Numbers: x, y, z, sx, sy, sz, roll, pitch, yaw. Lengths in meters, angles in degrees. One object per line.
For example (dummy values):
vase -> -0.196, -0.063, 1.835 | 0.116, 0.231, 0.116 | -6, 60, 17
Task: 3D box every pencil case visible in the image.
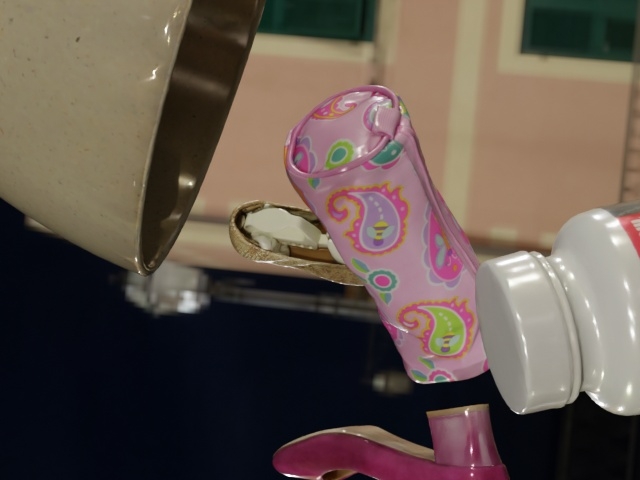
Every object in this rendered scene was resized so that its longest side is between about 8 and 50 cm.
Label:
pencil case -> 0.076, 0.002, 1.356 | 0.284, 0.124, 0.124 | 58, -149, -34

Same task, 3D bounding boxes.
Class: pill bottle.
pill bottle -> 0.299, 0.046, 1.305 | 0.176, 0.318, 0.176 | 167, 90, -81

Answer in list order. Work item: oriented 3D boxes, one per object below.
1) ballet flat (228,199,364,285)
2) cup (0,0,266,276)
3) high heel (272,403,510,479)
ballet flat -> 0.000, 0.000, 1.550 | 0.067, 0.206, 0.073 | 57, -139, -62
cup -> -0.170, -0.169, 0.998 | 0.331, 0.237, 0.331 | 18, -90, -87
high heel -> 0.059, 0.217, 1.371 | 0.082, 0.244, 0.117 | 4, -105, -56
